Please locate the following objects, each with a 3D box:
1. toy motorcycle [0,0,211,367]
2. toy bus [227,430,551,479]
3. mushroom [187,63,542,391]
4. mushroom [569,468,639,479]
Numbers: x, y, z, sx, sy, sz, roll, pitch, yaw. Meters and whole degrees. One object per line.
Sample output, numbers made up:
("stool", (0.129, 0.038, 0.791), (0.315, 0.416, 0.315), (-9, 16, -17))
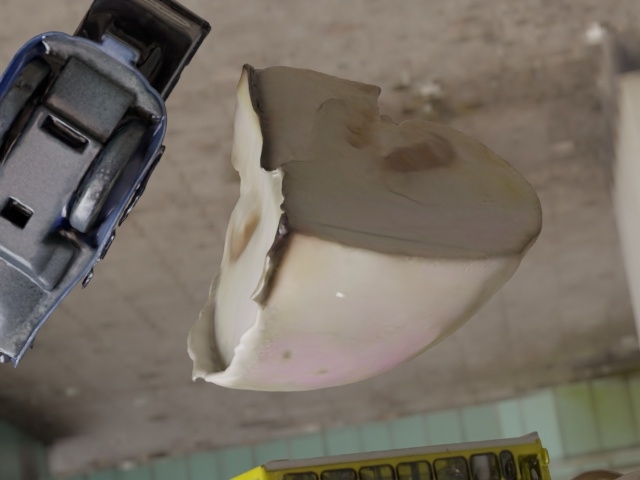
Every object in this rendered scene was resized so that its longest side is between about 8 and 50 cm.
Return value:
("toy motorcycle", (-0.210, -0.010, 1.390), (0.358, 0.125, 0.212), (-56, -176, 15))
("toy bus", (0.049, 0.181, 1.352), (0.226, 0.074, 0.081), (-3, 164, -25))
("mushroom", (0.022, 0.015, 1.180), (0.173, 0.236, 0.162), (15, 119, -15))
("mushroom", (0.244, 0.214, 1.376), (0.128, 0.128, 0.350), (-4, 176, -15))
